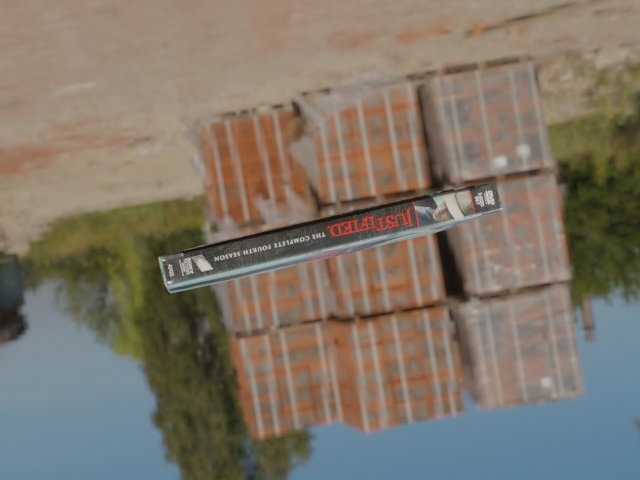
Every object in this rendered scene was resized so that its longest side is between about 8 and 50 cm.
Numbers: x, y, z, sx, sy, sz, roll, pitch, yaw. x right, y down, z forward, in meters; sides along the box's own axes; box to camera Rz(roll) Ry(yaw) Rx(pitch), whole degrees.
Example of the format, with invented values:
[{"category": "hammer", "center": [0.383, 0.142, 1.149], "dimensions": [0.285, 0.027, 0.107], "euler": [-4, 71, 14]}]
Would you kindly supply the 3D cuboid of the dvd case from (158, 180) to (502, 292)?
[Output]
[{"category": "dvd case", "center": [0.000, 0.000, 0.485], "dimensions": [0.119, 0.013, 0.087], "euler": [-14, 178, -7]}]
